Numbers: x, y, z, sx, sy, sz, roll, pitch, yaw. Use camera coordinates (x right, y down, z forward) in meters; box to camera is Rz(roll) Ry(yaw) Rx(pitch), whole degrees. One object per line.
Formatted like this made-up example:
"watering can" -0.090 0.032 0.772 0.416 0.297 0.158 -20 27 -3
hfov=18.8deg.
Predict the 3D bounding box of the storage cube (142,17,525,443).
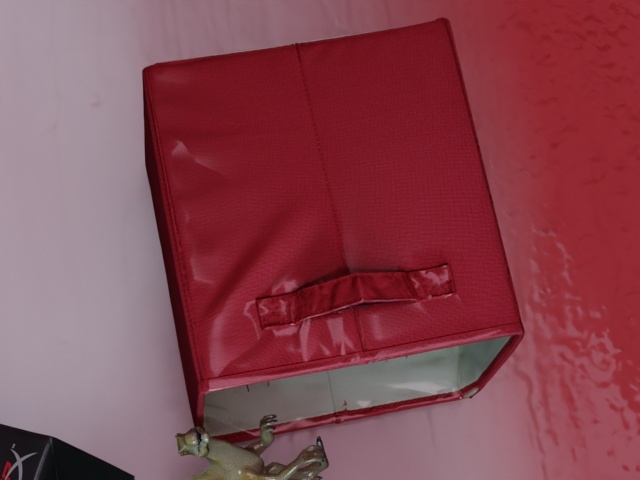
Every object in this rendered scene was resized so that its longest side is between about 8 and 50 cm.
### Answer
"storage cube" 0.000 0.000 1.144 0.183 0.215 0.193 -10 75 -7

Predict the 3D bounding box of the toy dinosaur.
"toy dinosaur" -0.037 0.155 1.154 0.092 0.183 0.053 -14 42 0

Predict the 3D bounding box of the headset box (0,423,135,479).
"headset box" -0.281 0.190 1.083 0.293 0.110 0.218 12 76 25
